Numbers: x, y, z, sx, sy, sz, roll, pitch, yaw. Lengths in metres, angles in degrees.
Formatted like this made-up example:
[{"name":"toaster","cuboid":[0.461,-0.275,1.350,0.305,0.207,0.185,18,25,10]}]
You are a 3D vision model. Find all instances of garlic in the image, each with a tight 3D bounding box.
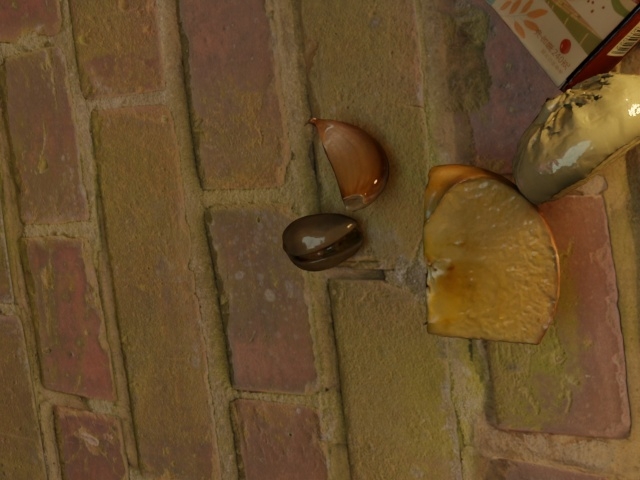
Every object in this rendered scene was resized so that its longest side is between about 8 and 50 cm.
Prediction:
[{"name":"garlic","cuboid":[0.062,-0.156,2.147,0.206,0.128,0.115,61,168,15]}]

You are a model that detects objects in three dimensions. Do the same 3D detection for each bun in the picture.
[{"name":"bun","cuboid":[0.434,-0.180,1.762,0.287,0.287,0.146,-37,84,35]}]

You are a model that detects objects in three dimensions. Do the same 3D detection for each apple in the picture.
[{"name":"apple","cuboid":[0.283,0.016,1.920,0.314,0.252,0.309,26,119,56]}]

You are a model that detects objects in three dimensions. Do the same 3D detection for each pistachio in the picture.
[{"name":"pistachio","cuboid":[0.000,0.000,2.224,0.185,0.124,0.124,-12,93,21]}]

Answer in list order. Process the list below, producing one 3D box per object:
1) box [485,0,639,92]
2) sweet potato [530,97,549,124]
[{"name":"box","cuboid":[0.427,-0.503,1.787,0.344,0.122,0.385,-47,67,33]},{"name":"sweet potato","cuboid":[0.399,-0.201,1.936,0.049,0.049,0.117,16,98,33]}]
